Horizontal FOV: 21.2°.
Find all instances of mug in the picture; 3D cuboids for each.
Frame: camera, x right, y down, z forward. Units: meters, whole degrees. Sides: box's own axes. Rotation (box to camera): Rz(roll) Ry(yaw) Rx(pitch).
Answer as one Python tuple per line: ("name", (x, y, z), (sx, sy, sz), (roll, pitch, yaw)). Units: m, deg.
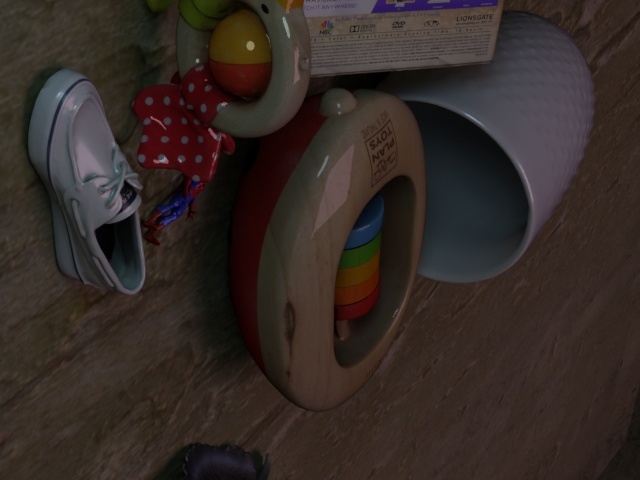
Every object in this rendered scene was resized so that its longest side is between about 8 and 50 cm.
("mug", (0.187, -0.123, 2.242), (0.374, 0.276, 0.328), (-48, -178, 46))

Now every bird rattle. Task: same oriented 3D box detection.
("bird rattle", (-0.096, -0.175, 1.633), (0.143, 0.207, 0.253), (-2, 104, -45))

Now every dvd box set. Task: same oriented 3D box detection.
("dvd box set", (0.079, -0.379, 1.804), (0.308, 0.062, 0.420), (-8, 123, -26))

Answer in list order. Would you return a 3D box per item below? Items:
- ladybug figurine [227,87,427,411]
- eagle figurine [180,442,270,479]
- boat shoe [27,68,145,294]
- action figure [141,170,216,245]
("ladybug figurine", (0.000, 0.000, 2.015), (0.305, 0.162, 0.449), (-42, 146, -42))
("eagle figurine", (-0.098, 0.373, 2.160), (0.298, 0.225, 0.226), (0, 69, -34))
("boat shoe", (-0.208, -0.052, 1.619), (0.095, 0.084, 0.258), (-52, 152, -32))
("action figure", (-0.148, -0.043, 1.834), (0.115, 0.030, 0.038), (-54, 148, -34))
